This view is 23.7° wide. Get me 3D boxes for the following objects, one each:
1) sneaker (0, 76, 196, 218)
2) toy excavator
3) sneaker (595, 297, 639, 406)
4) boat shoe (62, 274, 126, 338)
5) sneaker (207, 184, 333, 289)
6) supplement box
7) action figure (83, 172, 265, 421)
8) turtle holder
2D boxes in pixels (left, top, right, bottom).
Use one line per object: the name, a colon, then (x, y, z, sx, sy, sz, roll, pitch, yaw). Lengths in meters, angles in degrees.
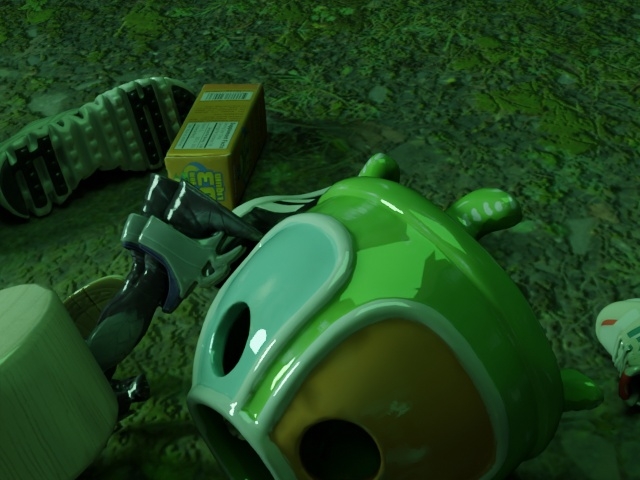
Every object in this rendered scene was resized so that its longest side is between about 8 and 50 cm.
sneaker: (-0.270, -0.118, 1.764, 0.292, 0.110, 0.118, -24, 20, -34)
toy excavator: (-0.335, 0.113, 0.972, 0.433, 0.222, 0.445, -26, 22, 1)
sneaker: (0.255, 0.093, 1.202, 0.075, 0.057, 0.161, -12, 27, -25)
boat shoe: (-0.197, 0.077, 1.287, 0.056, 0.153, 0.048, 43, 30, 2)
sneaker: (0.000, 0.000, 1.448, 0.217, 0.079, 0.121, -23, 27, -34)
supplement box: (-0.114, -0.104, 1.714, 0.080, 0.078, 0.233, 1, 26, 9)
action figure: (-0.162, 0.086, 1.159, 0.099, 0.285, 0.185, 34, -3, -6)
turtle holder: (0.014, 0.077, 1.090, 0.227, 0.243, 0.320, -36, 44, -19)
